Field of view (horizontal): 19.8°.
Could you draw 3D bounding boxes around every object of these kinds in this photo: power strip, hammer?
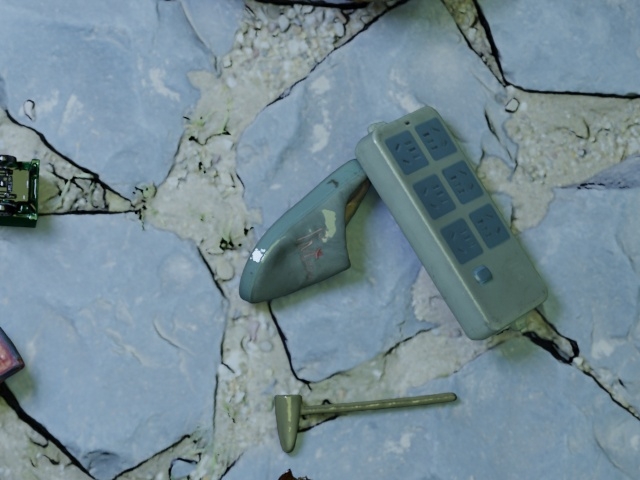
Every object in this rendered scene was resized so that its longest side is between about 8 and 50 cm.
[{"bbox_3d":[0.138,-0.016,1.919,0.118,0.046,0.270,-26,84,-50],"label":"power strip"},{"bbox_3d":[0.050,0.181,1.897,0.195,0.028,0.060,-4,84,-13],"label":"hammer"}]

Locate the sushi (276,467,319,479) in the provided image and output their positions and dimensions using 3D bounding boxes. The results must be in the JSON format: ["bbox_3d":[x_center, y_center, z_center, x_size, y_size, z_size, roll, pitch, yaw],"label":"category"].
[{"bbox_3d":[0.004,0.277,1.854,0.120,0.052,0.055,42,89,2],"label":"sushi"}]

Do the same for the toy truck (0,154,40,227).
[{"bbox_3d":[-0.355,-0.052,1.836,0.147,0.079,0.065,3,79,-12],"label":"toy truck"}]

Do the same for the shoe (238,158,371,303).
[{"bbox_3d":[0.000,0.000,1.893,0.078,0.079,0.195,35,67,17],"label":"shoe"}]

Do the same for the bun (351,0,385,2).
[{"bbox_3d":[0.052,-0.403,1.904,0.299,0.165,0.299,18,58,-30],"label":"bun"}]

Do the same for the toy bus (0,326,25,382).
[{"bbox_3d":[-0.379,0.151,1.788,0.192,0.077,0.065,-35,89,-15],"label":"toy bus"}]
